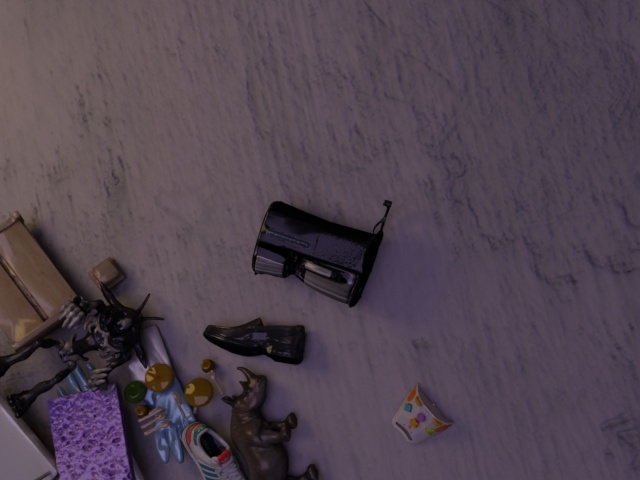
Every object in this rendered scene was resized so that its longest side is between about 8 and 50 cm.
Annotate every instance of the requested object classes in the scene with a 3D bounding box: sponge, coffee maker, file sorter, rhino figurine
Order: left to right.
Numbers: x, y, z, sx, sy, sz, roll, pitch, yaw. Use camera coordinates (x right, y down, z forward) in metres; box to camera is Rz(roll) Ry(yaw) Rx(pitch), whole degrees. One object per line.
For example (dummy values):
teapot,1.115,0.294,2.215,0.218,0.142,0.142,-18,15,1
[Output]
file sorter,-0.601,0.410,1.455,0.193,0.173,0.277,47,110,8
sponge,-0.364,0.344,1.441,0.117,0.031,0.210,-13,76,-1
rhino figurine,-0.090,0.316,1.437,0.106,0.073,0.243,-25,81,17
coffee maker,0.000,0.000,1.420,0.178,0.120,0.171,21,69,10

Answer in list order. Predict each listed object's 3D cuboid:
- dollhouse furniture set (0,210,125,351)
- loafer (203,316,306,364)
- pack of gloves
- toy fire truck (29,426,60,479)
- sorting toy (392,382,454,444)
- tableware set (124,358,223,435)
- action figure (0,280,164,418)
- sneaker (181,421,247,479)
dollhouse furniture set,-0.567,0.062,1.548,0.355,0.174,0.303,-36,83,-16
loafer,-0.105,0.155,1.459,0.170,0.062,0.061,11,68,8
pack of gloves,-0.316,0.286,1.494,0.195,0.046,0.232,-25,76,-3
toy fire truck,-0.417,0.377,1.511,0.135,0.047,0.192,-37,82,8
sorting toy,0.152,0.283,1.413,0.083,0.045,0.075,47,116,9
tableware set,-0.240,0.244,1.468,0.154,0.024,0.104,-29,71,-4
action figure,-0.375,0.171,1.420,0.276,0.141,0.164,-29,98,-16
sneaker,-0.159,0.359,1.430,0.057,0.075,0.161,-35,96,-26
